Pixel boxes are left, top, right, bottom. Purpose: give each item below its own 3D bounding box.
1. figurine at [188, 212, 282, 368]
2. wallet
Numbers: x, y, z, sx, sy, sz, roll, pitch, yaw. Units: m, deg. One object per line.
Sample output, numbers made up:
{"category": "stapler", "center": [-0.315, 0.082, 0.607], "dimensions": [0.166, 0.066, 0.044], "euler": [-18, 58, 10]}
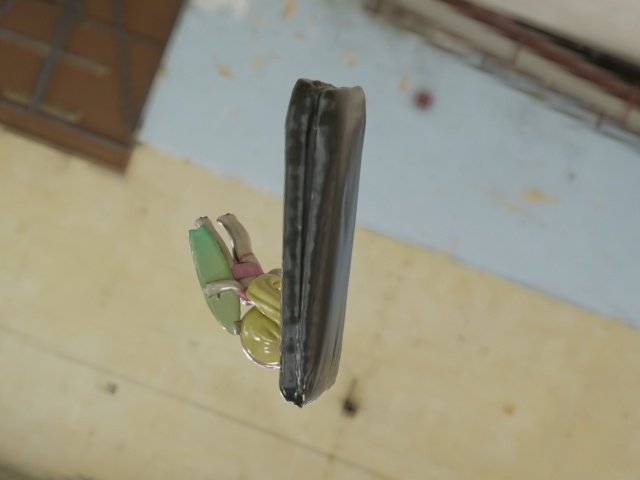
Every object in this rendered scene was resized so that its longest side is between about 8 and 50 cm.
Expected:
{"category": "figurine", "center": [-0.063, 0.042, 1.659], "dimensions": [0.083, 0.083, 0.187], "euler": [18, -143, -48]}
{"category": "wallet", "center": [0.000, 0.000, 1.409], "dimensions": [0.052, 0.245, 0.168], "euler": [5, -177, 11]}
